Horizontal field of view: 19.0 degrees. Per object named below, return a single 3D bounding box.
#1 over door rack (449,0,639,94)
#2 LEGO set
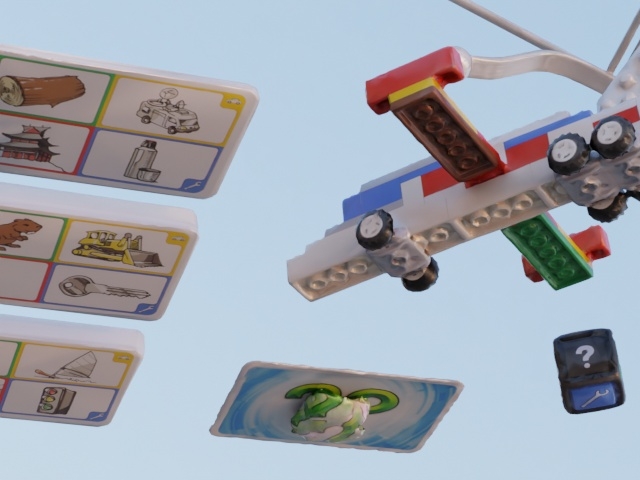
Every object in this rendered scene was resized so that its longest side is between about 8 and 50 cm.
[{"bbox_3d":[0.103,-0.225,1.108,0.324,0.108,0.239,36,-56,16],"label":"over door rack"},{"bbox_3d":[0.000,0.000,0.589,0.244,0.060,0.182,7,-37,-16],"label":"LEGO set"}]
